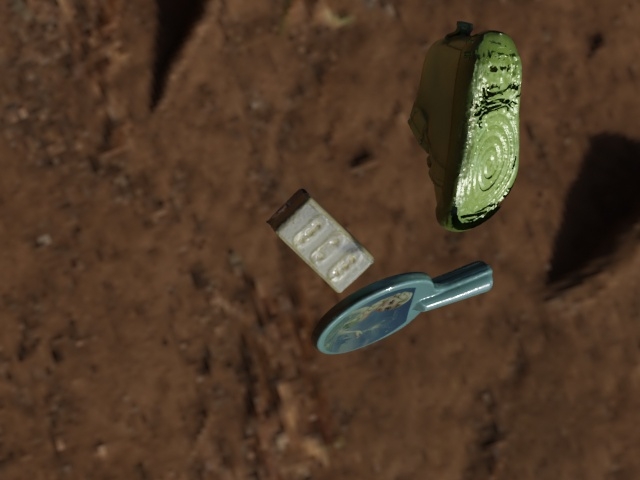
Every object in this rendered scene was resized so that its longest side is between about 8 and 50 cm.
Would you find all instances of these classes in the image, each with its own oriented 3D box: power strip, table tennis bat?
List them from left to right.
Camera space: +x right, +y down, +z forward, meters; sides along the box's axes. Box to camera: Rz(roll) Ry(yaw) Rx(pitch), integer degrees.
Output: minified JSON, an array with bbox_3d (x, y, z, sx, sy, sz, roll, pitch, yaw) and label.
[{"bbox_3d":[0.000,0.000,1.864,0.123,0.056,0.032,44,5,-32],"label":"power strip"},{"bbox_3d":[0.096,0.073,2.002,0.237,0.149,0.038,-18,64,-26],"label":"table tennis bat"}]

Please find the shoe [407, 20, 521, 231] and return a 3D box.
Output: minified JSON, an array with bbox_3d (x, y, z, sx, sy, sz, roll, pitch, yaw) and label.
[{"bbox_3d":[0.191,-0.145,2.207,0.140,0.128,0.262,-9,116,-32],"label":"shoe"}]
